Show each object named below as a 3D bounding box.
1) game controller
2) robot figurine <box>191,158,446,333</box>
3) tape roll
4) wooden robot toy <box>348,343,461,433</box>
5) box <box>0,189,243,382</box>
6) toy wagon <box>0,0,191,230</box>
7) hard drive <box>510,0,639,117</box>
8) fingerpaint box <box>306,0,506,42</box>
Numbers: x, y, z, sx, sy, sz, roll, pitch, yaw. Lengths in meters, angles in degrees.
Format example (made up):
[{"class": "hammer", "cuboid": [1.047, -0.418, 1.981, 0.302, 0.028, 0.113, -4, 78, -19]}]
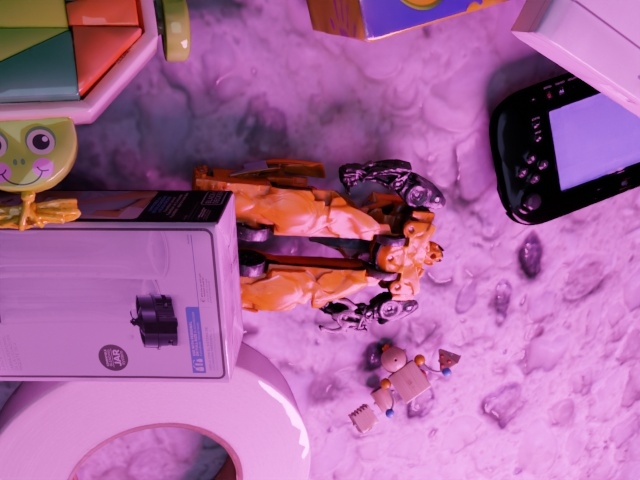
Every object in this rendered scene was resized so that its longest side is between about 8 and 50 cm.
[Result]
[{"class": "game controller", "cuboid": [0.355, -0.137, 0.692, 0.319, 0.067, 0.167, -21, 118, -9]}, {"class": "robot figurine", "cuboid": [0.000, 0.000, 0.632, 0.290, 0.085, 0.211, 4, 112, -18]}, {"class": "tape roll", "cuboid": [-0.204, 0.288, 0.705, 0.391, 0.072, 0.392, -6, 114, -14]}, {"class": "wooden robot toy", "cuboid": [0.103, 0.180, 0.770, 0.173, 0.076, 0.079, -35, 83, 0]}, {"class": "box", "cuboid": [-0.226, 0.043, 0.533, 0.289, 0.087, 0.169, 1, 114, 1]}, {"class": "toy wagon", "cuboid": [-0.236, -0.180, 0.422, 0.267, 0.068, 0.345, -8, 90, -18]}, {"class": "hard drive", "cuboid": [0.331, -0.281, 0.448, 0.233, 0.047, 0.353, 20, 105, -25]}, {"class": "fingerpaint box", "cuboid": [0.131, -0.431, 0.435, 0.371, 0.163, 0.445, -20, 117, -9]}]
